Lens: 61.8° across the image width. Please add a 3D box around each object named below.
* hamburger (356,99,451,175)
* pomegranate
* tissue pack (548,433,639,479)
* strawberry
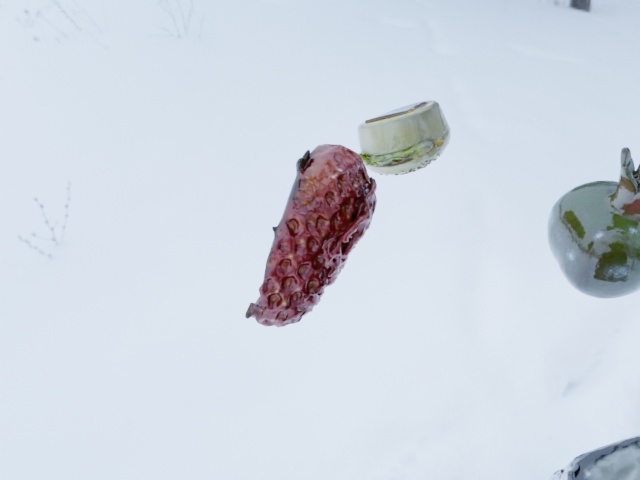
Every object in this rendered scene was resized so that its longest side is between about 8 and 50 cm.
[{"bbox_3d":[0.109,-0.134,0.718,0.126,0.082,0.141,-10,17,27],"label":"hamburger"},{"bbox_3d":[0.366,-0.024,0.658,0.131,0.191,0.152,3,43,-7],"label":"pomegranate"},{"bbox_3d":[0.310,0.264,0.435,0.198,0.370,0.210,-26,60,7],"label":"tissue pack"},{"bbox_3d":[0.000,0.000,0.506,0.082,0.121,0.188,18,73,7],"label":"strawberry"}]
